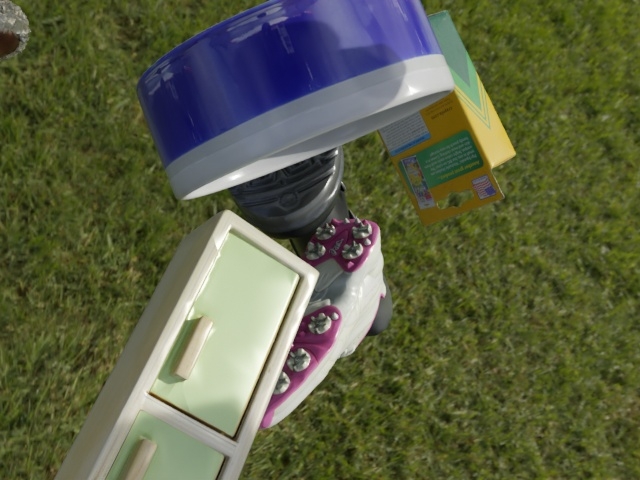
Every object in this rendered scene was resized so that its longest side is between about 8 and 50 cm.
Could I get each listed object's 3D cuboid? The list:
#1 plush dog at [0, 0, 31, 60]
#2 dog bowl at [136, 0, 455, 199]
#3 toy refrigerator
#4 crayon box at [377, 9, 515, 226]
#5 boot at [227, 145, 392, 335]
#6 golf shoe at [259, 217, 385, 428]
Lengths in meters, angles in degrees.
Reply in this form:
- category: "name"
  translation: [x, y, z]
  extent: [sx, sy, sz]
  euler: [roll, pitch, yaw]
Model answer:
- category: "plush dog"
  translation: [-0.429, -0.371, 0.843]
  extent: [0.211, 0.262, 0.225]
  euler: [19, 55, 16]
- category: "dog bowl"
  translation: [-0.023, -0.131, 0.645]
  extent: [0.265, 0.265, 0.104]
  euler: [-24, 94, -31]
- category: "toy refrigerator"
  translation: [-0.101, 0.116, 0.553]
  extent: [0.102, 0.094, 0.269]
  euler: [36, 56, -20]
- category: "crayon box"
  translation: [0.200, -0.204, 1.268]
  extent: [0.083, 0.203, 0.322]
  euler: [-28, 94, -37]
- category: "boot"
  translation: [0.000, -0.001, 1.043]
  extent: [0.146, 0.445, 0.367]
  euler: [-20, 41, 3]
- category: "golf shoe"
  translation: [0.003, 0.113, 0.874]
  extent: [0.115, 0.140, 0.306]
  euler: [9, 49, 34]
